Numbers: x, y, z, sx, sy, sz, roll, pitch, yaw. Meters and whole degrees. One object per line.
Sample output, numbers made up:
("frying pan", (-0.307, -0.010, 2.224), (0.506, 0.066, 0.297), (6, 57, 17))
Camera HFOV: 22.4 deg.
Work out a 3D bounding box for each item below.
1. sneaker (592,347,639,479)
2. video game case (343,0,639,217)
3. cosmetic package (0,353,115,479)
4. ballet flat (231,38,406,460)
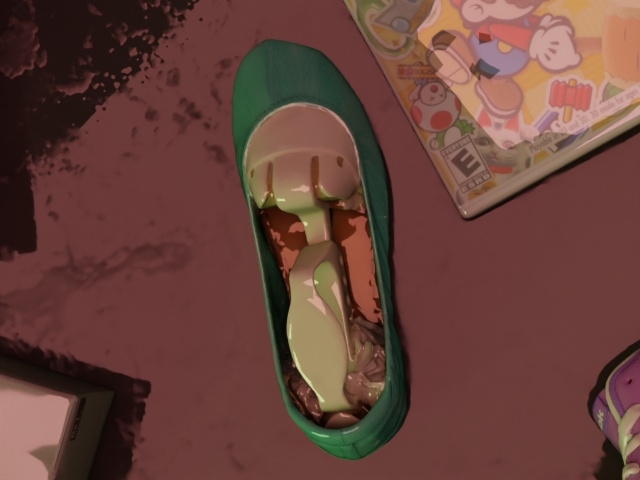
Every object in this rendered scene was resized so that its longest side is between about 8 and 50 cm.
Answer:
("sneaker", (0.184, 0.148, 0.832), (0.282, 0.161, 0.102), (-47, 124, -21))
("video game case", (0.129, -0.155, 0.902), (0.227, 0.026, 0.206), (-30, 84, 16))
("cosmetic package", (-0.250, 0.110, 0.918), (0.238, 0.107, 0.127), (18, 89, 4))
("ballet flat", (0.000, 0.000, 0.899), (0.083, 0.087, 0.247), (-12, 86, 6))
